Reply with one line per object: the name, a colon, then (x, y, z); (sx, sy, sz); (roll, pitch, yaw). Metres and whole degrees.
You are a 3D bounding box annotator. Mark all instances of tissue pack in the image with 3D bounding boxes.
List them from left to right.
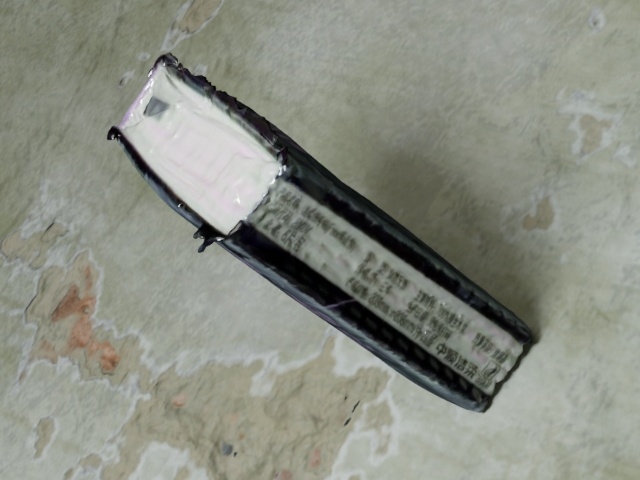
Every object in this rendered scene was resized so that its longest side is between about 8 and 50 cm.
tissue pack: (0.000, 0.000, 1.684); (0.122, 0.361, 0.259); (-53, 37, 3)
